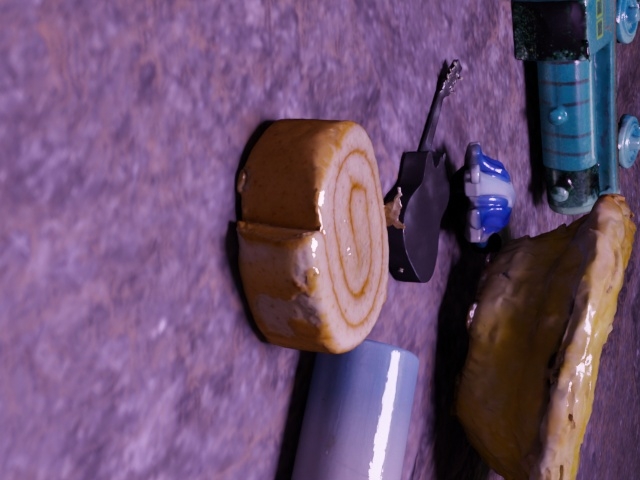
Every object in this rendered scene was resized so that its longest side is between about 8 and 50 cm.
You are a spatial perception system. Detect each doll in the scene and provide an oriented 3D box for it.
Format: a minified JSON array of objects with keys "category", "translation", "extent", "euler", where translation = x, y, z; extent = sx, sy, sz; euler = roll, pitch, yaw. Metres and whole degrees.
[{"category":"doll","translation":[0.151,-0.036,1.005],"extent":[0.195,0.070,0.096],"euler":[47,44,-72]}]

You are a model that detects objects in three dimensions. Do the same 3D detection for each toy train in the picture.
[{"category":"toy train","translation":[0.311,-0.178,1.283],"extent":[0.194,0.120,0.298],"euler":[-38,126,-49]}]

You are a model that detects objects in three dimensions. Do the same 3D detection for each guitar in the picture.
[{"category":"guitar","translation":[0.098,-0.071,0.937],"extent":[0.088,0.025,0.233],"euler":[59,41,-48]}]

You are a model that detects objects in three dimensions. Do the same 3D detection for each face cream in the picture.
[{"category":"face cream","translation":[0.012,0.195,0.720],"extent":[0.077,0.077,0.250],"euler":[40,57,-60]}]

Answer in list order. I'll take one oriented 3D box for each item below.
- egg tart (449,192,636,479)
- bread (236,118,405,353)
[{"category":"egg tart","translation":[0.221,0.110,1.059],"extent":[0.345,0.132,0.345],"euler":[13,90,-72]},{"category":"bread","translation":[0.000,0.000,0.680],"extent":[0.122,0.073,0.149],"euler":[-49,135,-50]}]
